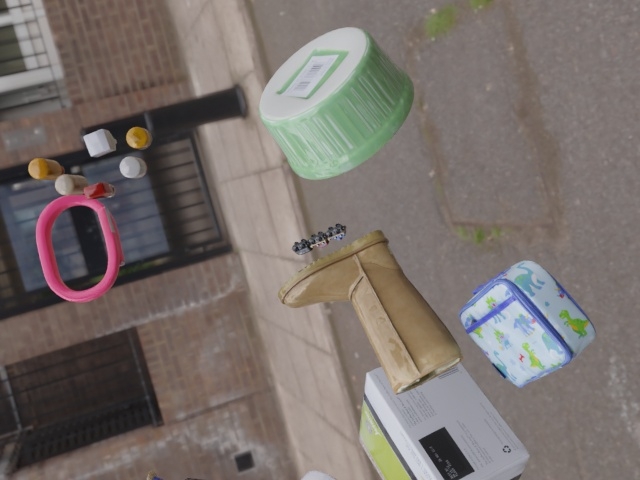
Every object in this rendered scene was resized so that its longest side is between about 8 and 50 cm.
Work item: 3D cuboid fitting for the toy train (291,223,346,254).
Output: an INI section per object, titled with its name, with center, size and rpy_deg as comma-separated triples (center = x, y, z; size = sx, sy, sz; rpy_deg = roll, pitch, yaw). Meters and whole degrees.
[toy train]
center = 0.000, 0.000, 1.780
size = 0.036, 0.158, 0.027
rpy_deg = 46, -138, -25

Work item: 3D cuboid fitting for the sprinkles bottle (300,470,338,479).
[sprinkles bottle]
center = -0.073, 0.553, 1.301
size = 0.121, 0.355, 0.121
rpy_deg = 26, 142, 22

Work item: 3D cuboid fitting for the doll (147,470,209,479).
[doll]
center = -0.246, 0.488, 1.552
size = 0.129, 0.188, 0.046
rpy_deg = 114, 165, -75

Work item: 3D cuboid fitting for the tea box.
[tea box]
center = 0.263, 0.470, 1.797
size = 0.329, 0.219, 0.324
rpy_deg = 56, 156, 35

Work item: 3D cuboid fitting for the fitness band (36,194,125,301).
[fitness band]
center = -0.630, 0.018, 2.062
size = 0.054, 0.208, 0.291
rpy_deg = 53, -161, -76

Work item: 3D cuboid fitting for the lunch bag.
[lunch bag]
center = 0.324, 0.135, 1.276
size = 0.176, 0.090, 0.219
rpy_deg = 52, 158, 9

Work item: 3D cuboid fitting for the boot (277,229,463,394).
[boot]
center = 0.079, 0.143, 1.367
size = 0.270, 0.236, 0.089
rpy_deg = 61, -172, 20

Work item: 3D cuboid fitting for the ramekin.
[ramekin]
center = 0.022, -0.283, 1.574
size = 0.148, 0.303, 0.303
rpy_deg = 47, -178, -34

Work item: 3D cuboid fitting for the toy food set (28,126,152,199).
[toy food set]
center = -0.416, -0.140, 1.494
size = 0.104, 0.232, 0.111
rpy_deg = -52, -59, -86
